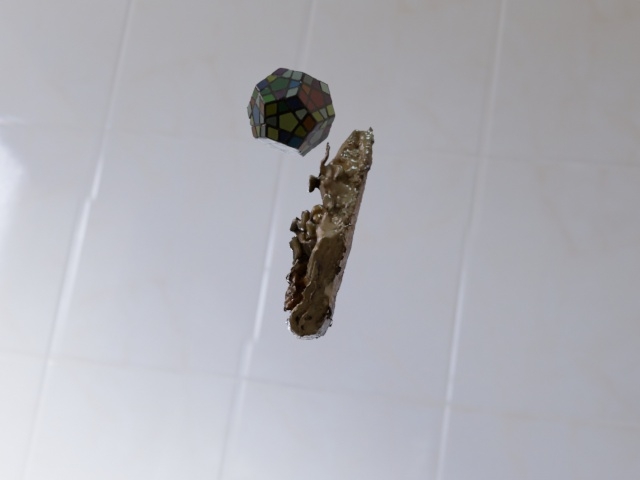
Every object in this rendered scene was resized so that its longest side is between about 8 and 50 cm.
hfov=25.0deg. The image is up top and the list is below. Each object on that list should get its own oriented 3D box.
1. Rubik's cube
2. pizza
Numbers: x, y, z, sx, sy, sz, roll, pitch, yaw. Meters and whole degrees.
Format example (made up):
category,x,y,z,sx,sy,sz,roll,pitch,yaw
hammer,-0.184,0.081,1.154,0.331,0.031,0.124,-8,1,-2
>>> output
category,x,y,z,sx,sy,sz,roll,pitch,yaw
Rubik's cube,-0.043,-0.187,2.108,0.112,0.133,0.133,-7,-11,-24
pizza,0.000,0.000,1.455,0.069,0.226,0.147,14,17,3
